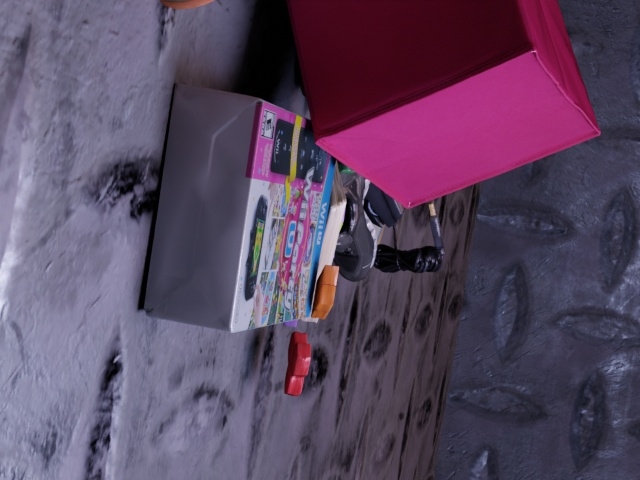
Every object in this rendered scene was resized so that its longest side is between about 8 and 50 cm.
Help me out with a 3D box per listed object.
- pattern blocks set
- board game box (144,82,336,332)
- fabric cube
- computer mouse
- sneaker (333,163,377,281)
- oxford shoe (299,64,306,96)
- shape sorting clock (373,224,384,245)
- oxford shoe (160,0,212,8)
[{"bbox_3d":[0.000,0.000,1.551,0.285,0.026,0.325,-92,-165,-49],"label":"pattern blocks set"},{"bbox_3d":[-0.073,-0.029,1.316,0.303,0.097,0.224,1,98,-77],"label":"board game box"},{"bbox_3d":[0.128,-0.225,1.401,0.259,0.254,0.258,31,43,-59],"label":"fabric cube"},{"bbox_3d":[0.095,-0.068,1.795,0.060,0.184,0.262,-16,103,-29],"label":"computer mouse"},{"bbox_3d":[0.027,-0.018,1.768,0.106,0.078,0.234,-58,154,-42],"label":"sneaker"},{"bbox_3d":[0.026,-0.199,1.636,0.227,0.082,0.096,4,98,-64],"label":"oxford shoe"},{"bbox_3d":[0.068,-0.049,1.965,0.206,0.040,0.206,13,90,-73],"label":"shape sorting clock"},{"bbox_3d":[-0.094,-0.360,1.015,0.133,0.130,0.364,39,54,-54],"label":"oxford shoe"}]
